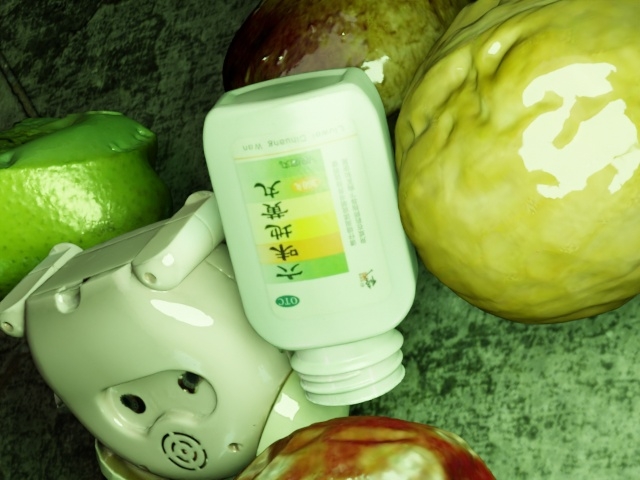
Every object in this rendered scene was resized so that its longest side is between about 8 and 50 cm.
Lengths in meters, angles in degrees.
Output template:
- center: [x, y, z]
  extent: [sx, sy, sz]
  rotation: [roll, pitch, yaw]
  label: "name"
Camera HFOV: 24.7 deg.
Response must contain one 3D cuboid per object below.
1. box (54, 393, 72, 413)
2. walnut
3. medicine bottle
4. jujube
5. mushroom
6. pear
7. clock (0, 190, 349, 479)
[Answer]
- center: [-0.302, 0.143, 1.945]
  extent: [0.130, 0.051, 0.129]
  rotation: [-37, 48, 22]
  label: "box"
- center: [0.246, -0.099, 1.377]
  extent: [0.398, 0.308, 0.354]
  rotation: [-29, 23, 42]
  label: "walnut"
- center: [0.000, 0.000, 1.473]
  extent: [0.179, 0.324, 0.124]
  rotation: [-10, 19, 9]
  label: "medicine bottle"
- center: [0.010, 0.327, 1.409]
  extent: [0.377, 0.276, 0.276]
  rotation: [-45, 46, 18]
  label: "jujube"
- center: [0.048, -0.156, 1.635]
  extent: [0.334, 0.331, 0.356]
  rotation: [-27, 81, -8]
  label: "mushroom"
- center: [-0.338, -0.040, 1.935]
  extent: [0.318, 0.342, 0.238]
  rotation: [2, 107, 22]
  label: "pear"
- center: [-0.160, 0.141, 1.642]
  extent: [0.342, 0.325, 0.184]
  rotation: [-15, 27, 40]
  label: "clock"
